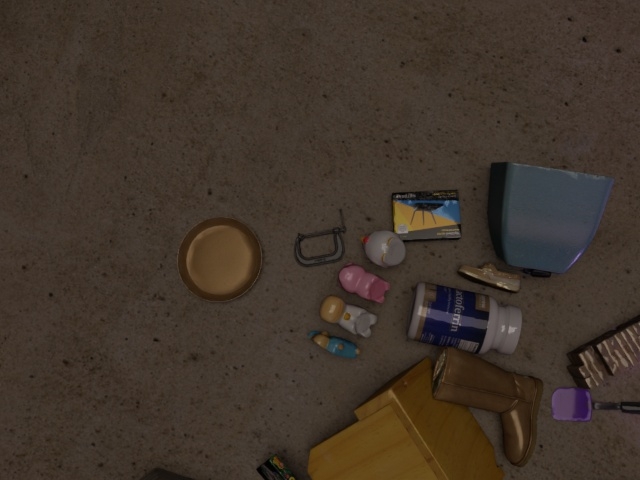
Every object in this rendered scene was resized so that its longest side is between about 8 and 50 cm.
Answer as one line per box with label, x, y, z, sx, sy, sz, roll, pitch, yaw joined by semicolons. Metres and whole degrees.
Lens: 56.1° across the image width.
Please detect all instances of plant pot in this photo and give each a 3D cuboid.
plant pot;0.548;-0.056;1.514;0.247;0.248;0.252;10;98;5
plant pot;-0.275;0.053;1.652;0.236;0.032;0.236;-1;80;4

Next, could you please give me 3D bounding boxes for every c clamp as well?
c clamp;0.000;0.000;1.649;0.160;0.022;0.137;-16;85;0

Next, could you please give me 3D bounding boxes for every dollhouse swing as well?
dollhouse swing;0.203;0.546;1.498;0.305;0.315;0.347;-41;78;33

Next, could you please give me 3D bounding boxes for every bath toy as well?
bath toy;0.093;0.125;1.574;0.151;0.129;0.348;31;84;-36

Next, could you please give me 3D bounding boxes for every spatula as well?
spatula;0.741;0.421;1.521;0.296;0.030;0.084;2;79;4

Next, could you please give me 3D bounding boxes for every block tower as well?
block tower;0.789;0.255;1.514;0.335;0.097;0.091;-28;81;-2

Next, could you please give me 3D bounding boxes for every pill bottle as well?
pill bottle;0.360;0.202;1.523;0.264;0.153;0.153;11;82;5

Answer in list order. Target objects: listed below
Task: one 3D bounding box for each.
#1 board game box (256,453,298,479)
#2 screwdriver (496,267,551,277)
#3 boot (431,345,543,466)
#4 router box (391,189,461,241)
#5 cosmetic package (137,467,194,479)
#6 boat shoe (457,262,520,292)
board game box;-0.052;0.649;1.491;0.260;0.136;0.030;47;53;9
screwdriver;0.526;0.078;1.601;0.169;0.024;0.025;9;52;12
boot;0.399;0.410;1.485;0.269;0.089;0.236;18;74;-11
router box;0.285;-0.065;1.625;0.178;0.046;0.133;-3;81;3
cosmetic package;-0.318;0.686;1.493;0.296;0.153;0.129;14;84;8
boat shoe;0.445;0.089;1.584;0.170;0.063;0.059;18;80;-3
